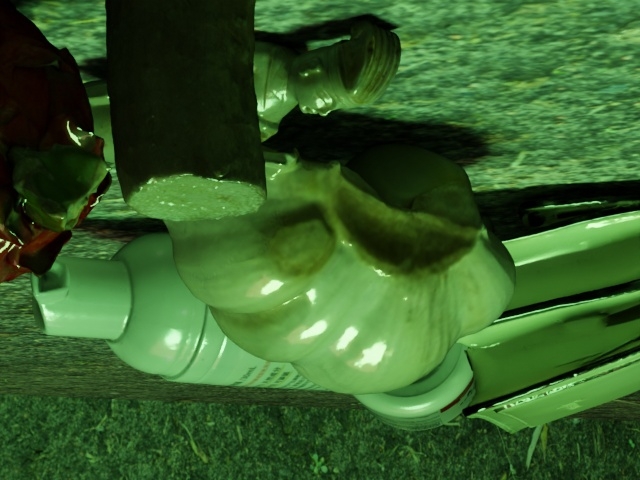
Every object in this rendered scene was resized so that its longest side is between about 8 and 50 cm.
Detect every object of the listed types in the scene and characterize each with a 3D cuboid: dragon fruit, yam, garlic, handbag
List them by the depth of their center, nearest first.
[{"bbox_3d":[-0.068,-0.079,0.868,0.084,0.127,0.084,-4,168,-1],"label":"yam"},{"bbox_3d":[-0.203,-0.056,0.882,0.209,0.172,0.172,29,172,8],"label":"dragon fruit"},{"bbox_3d":[0.002,0.016,1.238,0.281,0.185,0.203,4,-172,-27],"label":"garlic"},{"bbox_3d":[0.240,0.064,1.542,0.236,0.160,0.358,-16,168,10],"label":"handbag"}]

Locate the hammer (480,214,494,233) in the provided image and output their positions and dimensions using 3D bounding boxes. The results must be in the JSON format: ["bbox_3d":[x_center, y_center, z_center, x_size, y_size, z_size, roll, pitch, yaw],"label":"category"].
[{"bbox_3d":[0.115,-0.013,1.489,0.052,0.031,0.083,-10,160,29],"label":"hammer"}]

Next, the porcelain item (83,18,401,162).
[{"bbox_3d":[-0.048,-0.087,1.023,0.213,0.054,0.084,-9,168,33],"label":"porcelain item"}]

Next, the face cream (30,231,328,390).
[{"bbox_3d":[-0.107,0.058,1.562,0.369,0.145,0.145,7,167,-29],"label":"face cream"}]

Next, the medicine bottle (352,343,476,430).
[{"bbox_3d":[0.102,0.128,1.891,0.157,0.157,0.289,-1,170,6],"label":"medicine bottle"}]
